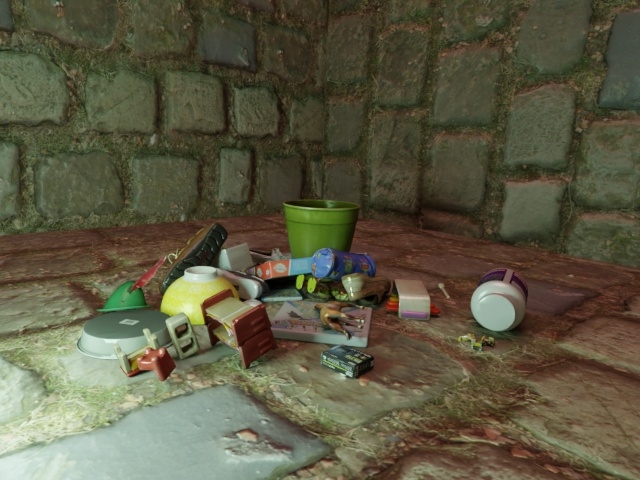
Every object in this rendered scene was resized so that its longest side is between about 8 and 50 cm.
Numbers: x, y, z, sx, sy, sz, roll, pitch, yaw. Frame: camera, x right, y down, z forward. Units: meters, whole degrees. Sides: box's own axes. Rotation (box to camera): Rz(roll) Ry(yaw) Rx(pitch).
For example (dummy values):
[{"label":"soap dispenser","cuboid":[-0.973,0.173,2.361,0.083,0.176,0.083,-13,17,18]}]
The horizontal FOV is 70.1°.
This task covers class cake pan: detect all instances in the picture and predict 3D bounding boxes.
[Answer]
[{"label":"cake pan","cuboid":[-0.590,0.278,1.405,0.292,0.054,0.293,2,11,0]}]

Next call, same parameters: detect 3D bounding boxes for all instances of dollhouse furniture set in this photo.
[{"label":"dollhouse furniture set","cuboid":[-0.335,0.293,1.253,0.374,0.152,0.201,-27,27,-33]}]

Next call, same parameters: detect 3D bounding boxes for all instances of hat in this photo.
[{"label":"hat","cuboid":[-0.676,0.150,1.603,0.172,0.184,0.208,-8,-7,33]}]

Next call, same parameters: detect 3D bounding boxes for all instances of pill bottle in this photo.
[{"label":"pill bottle","cuboid":[0.650,0.216,1.655,0.181,0.182,0.323,8,12,26]}]

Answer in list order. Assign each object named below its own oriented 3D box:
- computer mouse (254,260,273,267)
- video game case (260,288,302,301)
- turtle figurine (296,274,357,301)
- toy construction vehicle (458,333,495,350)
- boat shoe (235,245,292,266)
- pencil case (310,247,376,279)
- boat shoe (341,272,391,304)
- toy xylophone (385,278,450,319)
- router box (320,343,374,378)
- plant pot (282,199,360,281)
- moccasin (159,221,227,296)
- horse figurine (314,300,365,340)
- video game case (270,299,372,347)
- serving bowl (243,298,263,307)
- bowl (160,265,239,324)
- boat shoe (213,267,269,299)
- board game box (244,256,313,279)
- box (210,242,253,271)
[{"label":"computer mouse","cuboid":[-0.246,0.128,2.182,0.106,0.042,0.193,36,13,1]},{"label":"video game case","cuboid":[-0.168,0.223,1.872,0.166,0.015,0.119,-1,12,-16]},{"label":"turtle figurine","cuboid":[0.004,0.193,1.852,0.217,0.087,0.269,20,9,-43]},{"label":"toy construction vehicle","cuboid":[0.504,0.320,1.470,0.098,0.035,0.085,10,13,34]},{"label":"boat shoe","cuboid":[-0.285,0.081,2.342,0.320,0.103,0.118,1,11,-5]},{"label":"pencil case","cuboid":[0.102,0.101,1.858,0.306,0.133,0.119,10,3,-45]},{"label":"boat shoe","cuboid":[0.188,0.204,1.817,0.121,0.110,0.341,-20,-19,29]},{"label":"toy xylophone","cuboid":[0.385,0.225,1.810,0.236,0.081,0.322,5,11,11]},{"label":"router box","cuboid":[0.075,0.337,1.283,0.122,0.038,0.092,12,15,40]},{"label":"plant pot","cuboid":[0.000,0.000,2.168,0.365,0.354,0.366,2,10,0]},{"label":"moccasin","cuboid":[-0.537,0.079,1.884,0.146,0.380,0.139,-12,-47,44]},{"label":"horse figurine","cuboid":[0.058,0.246,1.497,0.174,0.066,0.263,9,9,3]},{"label":"video game case","cuboid":[0.008,0.278,1.576,0.328,0.036,0.300,4,11,8]},{"label":"serving bowl","cuboid":[-0.258,0.242,1.728,0.083,0.027,0.083,3,12,-1]},{"label":"bowl","cuboid":[-0.435,0.183,1.662,0.289,0.156,0.289,2,11,0]},{"label":"boat shoe","cuboid":[-0.343,0.173,1.863,0.301,0.108,0.102,6,5,31]},{"label":"board game box","cuboid":[-0.160,0.130,1.942,0.242,0.064,0.316,-5,-8,-29]},{"label":"box","cuboid":[-0.431,0.098,2.056,0.181,0.119,0.181,-15,3,25]}]
